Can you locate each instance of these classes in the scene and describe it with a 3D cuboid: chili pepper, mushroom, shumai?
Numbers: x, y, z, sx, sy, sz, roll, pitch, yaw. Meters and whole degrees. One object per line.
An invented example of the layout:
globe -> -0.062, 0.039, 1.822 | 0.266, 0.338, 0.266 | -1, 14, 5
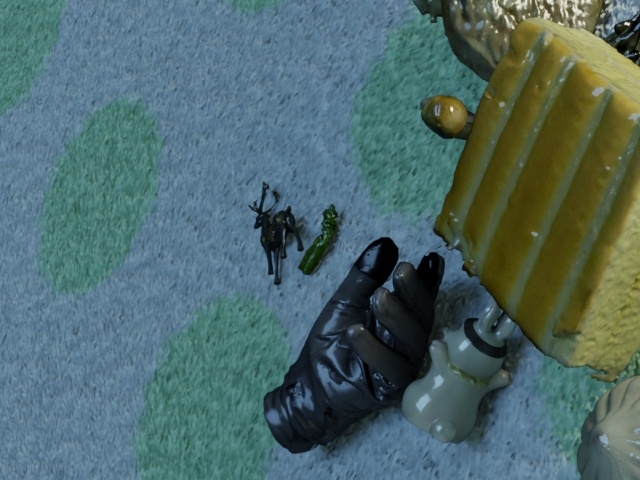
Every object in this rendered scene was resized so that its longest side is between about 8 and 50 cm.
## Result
chili pepper -> 0.000, 0.000, 1.963 | 0.027, 0.022, 0.083 | -78, 14, -75
mushroom -> 0.127, -0.118, 1.758 | 0.043, 0.068, 0.306 | -42, 1, 6
shumai -> 0.181, -0.247, 1.777 | 0.153, 0.161, 0.210 | 170, 93, -73

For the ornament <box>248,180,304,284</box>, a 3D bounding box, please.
ornament -> -0.050, -0.019, 2.028 | 0.073, 0.028, 0.125 | -55, 35, 41

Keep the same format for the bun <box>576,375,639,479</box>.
bun -> 0.259, 0.171, 1.501 | 0.138, 0.094, 0.138 | -31, 48, 42

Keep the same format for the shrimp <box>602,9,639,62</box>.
shrimp -> 0.257, -0.078, 1.666 | 0.262, 0.051, 0.198 | -51, 47, 28

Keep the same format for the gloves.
gloves -> 0.038, 0.101, 1.796 | 0.285, 0.119, 0.142 | -53, 49, 43

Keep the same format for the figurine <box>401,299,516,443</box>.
figurine -> 0.126, 0.108, 1.705 | 0.098, 0.081, 0.146 | 33, 100, 53

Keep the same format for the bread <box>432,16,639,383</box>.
bread -> 0.216, -0.038, 1.577 | 0.239, 0.111, 0.246 | 51, 127, 48
